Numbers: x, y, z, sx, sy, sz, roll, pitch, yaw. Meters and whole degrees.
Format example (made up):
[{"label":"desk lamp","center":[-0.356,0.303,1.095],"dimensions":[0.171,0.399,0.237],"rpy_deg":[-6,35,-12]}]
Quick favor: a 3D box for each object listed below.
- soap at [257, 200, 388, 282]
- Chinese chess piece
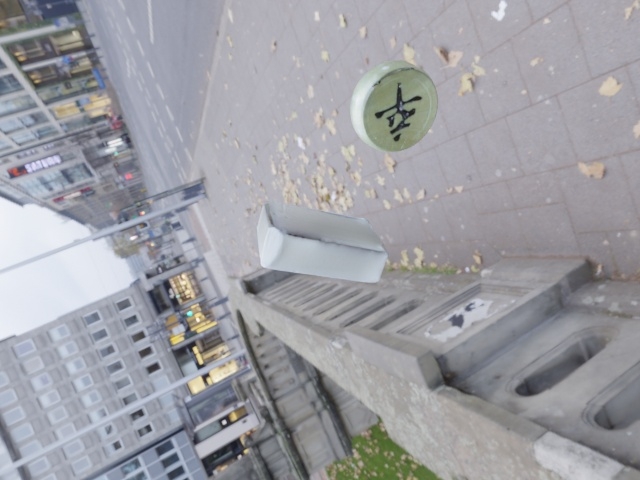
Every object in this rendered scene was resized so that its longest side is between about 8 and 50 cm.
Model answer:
[{"label":"soap","center":[0.000,0.000,0.685],"dimensions":[0.121,0.182,0.064],"rpy_deg":[-111,35,-60]},{"label":"Chinese chess piece","center":[0.156,-0.281,0.951],"dimensions":[0.083,0.188,0.189],"rpy_deg":[-121,17,-55]}]
